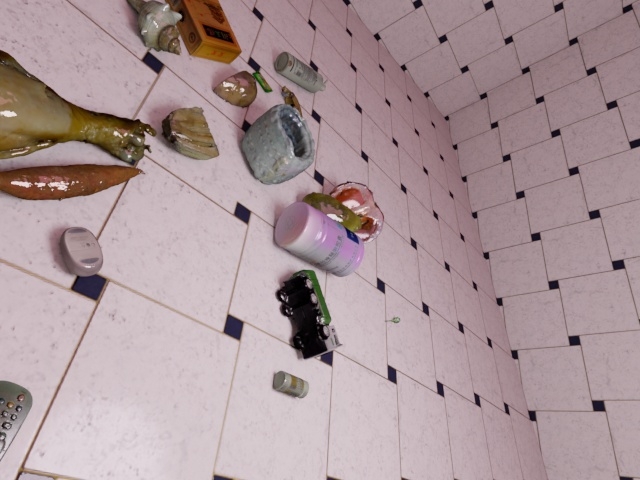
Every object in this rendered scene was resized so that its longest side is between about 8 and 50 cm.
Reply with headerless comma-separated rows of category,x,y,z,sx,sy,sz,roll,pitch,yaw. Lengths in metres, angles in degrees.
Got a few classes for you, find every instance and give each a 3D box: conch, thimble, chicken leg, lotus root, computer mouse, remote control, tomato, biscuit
conch,-0.436,-0.600,1.144,0.137,0.114,0.234,24,42,-61
thimble,-0.123,-0.293,1.288,0.204,0.171,0.250,38,39,-35
chicken leg,-0.500,-0.221,0.781,0.429,0.152,0.202,-2,73,-62
lotus root,-0.348,-0.273,1.068,0.144,0.070,0.143,-8,80,-59
computer mouse,-0.442,0.023,0.767,0.066,0.039,0.096,-11,69,-56
remote control,-0.467,0.294,0.544,0.072,0.042,0.222,41,38,-29
tomato,0.108,-0.088,1.495,0.199,0.112,0.228,-22,86,-14
biscuit,-0.209,-0.572,1.504,0.089,0.016,0.046,55,34,-12

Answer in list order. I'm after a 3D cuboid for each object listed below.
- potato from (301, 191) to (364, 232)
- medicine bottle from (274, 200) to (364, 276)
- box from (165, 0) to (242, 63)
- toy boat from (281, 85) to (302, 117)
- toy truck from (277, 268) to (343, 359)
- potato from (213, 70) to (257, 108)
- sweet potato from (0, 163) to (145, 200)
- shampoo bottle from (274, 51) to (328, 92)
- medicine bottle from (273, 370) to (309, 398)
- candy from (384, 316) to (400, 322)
potato,0.037,-0.085,1.382,0.225,0.090,0.118,20,76,-15
medicine bottle,0.000,0.000,1.266,0.253,0.152,0.152,29,46,-39
box,-0.381,-0.710,1.319,0.174,0.076,0.274,-20,84,-55
toy boat,-0.108,-0.513,1.568,0.049,0.047,0.149,-10,77,-55
toy truck,-0.029,0.196,1.146,0.125,0.101,0.243,15,53,-62
potato,-0.247,-0.486,1.328,0.101,0.089,0.172,56,33,-14
sweet potato,-0.472,-0.111,0.798,0.314,0.066,0.072,-19,90,-59
shampoo bottle,-0.068,-0.671,1.699,0.262,0.085,0.085,10,60,-51
medicine bottle,-0.071,0.354,1.023,0.083,0.047,0.047,35,43,-33
candy,0.265,0.295,1.534,0.083,0.023,0.025,8,18,-44
